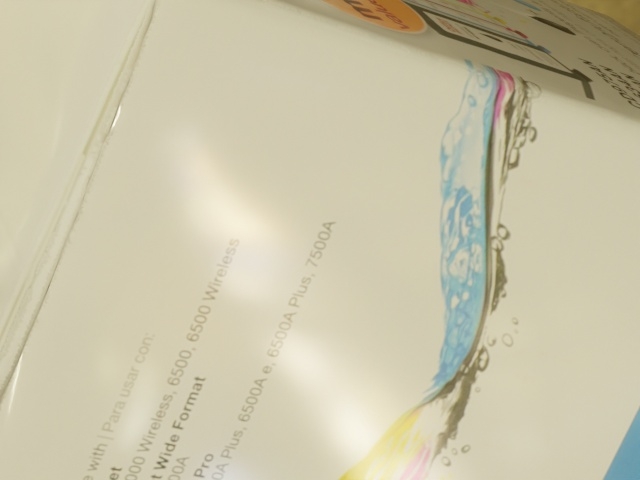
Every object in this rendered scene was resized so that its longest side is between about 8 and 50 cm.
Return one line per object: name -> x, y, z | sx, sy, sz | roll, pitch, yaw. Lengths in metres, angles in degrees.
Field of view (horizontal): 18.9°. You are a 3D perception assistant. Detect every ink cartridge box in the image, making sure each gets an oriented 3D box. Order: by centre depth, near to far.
ink cartridge box -> 0.000, 0.000, 0.573 | 0.232, 0.168, 0.171 | 15, -161, -28
